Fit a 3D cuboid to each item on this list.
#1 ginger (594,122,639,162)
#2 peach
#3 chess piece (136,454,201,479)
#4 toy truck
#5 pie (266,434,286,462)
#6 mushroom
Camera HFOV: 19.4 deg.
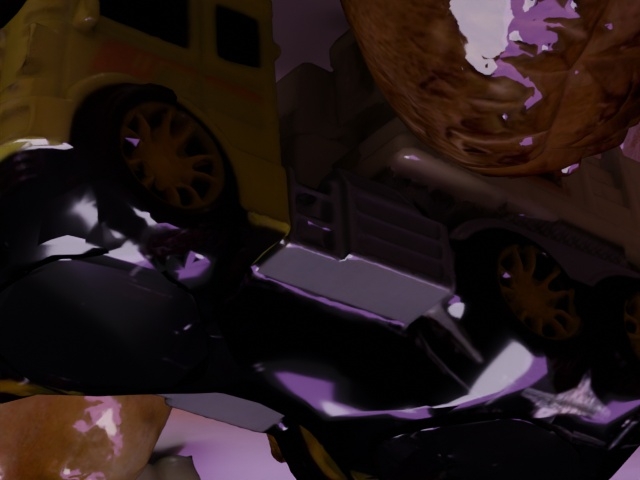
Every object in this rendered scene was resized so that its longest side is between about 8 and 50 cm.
[{"bbox_3d":[0.136,-0.027,1.169,0.089,0.075,0.288,-2,157,-15],"label":"ginger"},{"bbox_3d":[-0.183,0.077,1.057,0.235,0.214,0.214,-36,154,3],"label":"peach"},{"bbox_3d":[-0.217,0.237,1.458,0.243,0.133,0.133,0,152,-19],"label":"chess piece"},{"bbox_3d":[-0.002,-0.012,0.903,0.405,0.254,0.180,19,138,-30],"label":"toy truck"},{"bbox_3d":[0.105,0.109,1.384,0.315,0.092,0.315,-11,167,-2],"label":"pie"},{"bbox_3d":[0.109,-0.136,0.776,0.253,0.153,0.253,-39,159,-18],"label":"mushroom"}]
